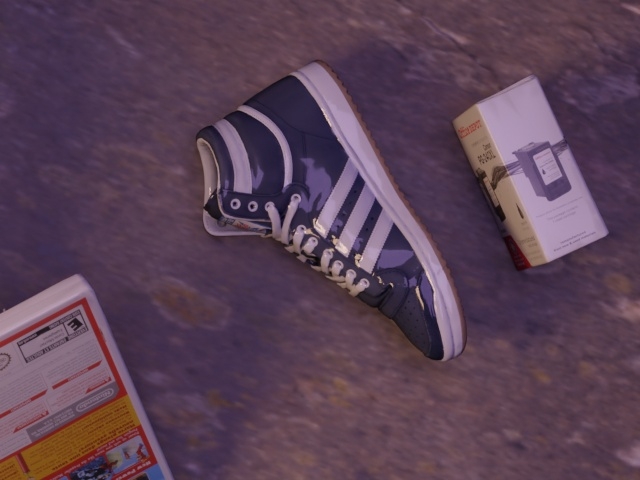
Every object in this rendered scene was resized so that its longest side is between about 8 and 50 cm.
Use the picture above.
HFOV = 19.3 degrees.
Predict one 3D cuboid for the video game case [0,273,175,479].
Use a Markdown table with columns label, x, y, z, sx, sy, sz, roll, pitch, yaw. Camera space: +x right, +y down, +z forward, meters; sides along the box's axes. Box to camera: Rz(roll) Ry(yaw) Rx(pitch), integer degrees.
| label | x | y | z | sx | sy | sz | roll | pitch | yaw |
| --- | --- | --- | --- | --- | --- | --- | --- | --- | --- |
| video game case | -0.230 | 0.175 | 1.468 | 0.204 | 0.025 | 0.285 | -28 | 133 | -13 |

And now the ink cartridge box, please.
| label | x | y | z | sx | sy | sz | roll | pitch | yaw |
| --- | --- | --- | --- | --- | --- | --- | --- | --- | --- |
| ink cartridge box | 0.178 | -0.057 | 1.625 | 0.063 | 0.109 | 0.150 | -24 | 89 | -9 |

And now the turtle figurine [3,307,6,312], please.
| label | x | y | z | sx | sy | sz | roll | pitch | yaw |
| --- | --- | --- | --- | --- | --- | --- | --- | --- | --- |
| turtle figurine | -0.299 | 0.099 | 1.513 | 0.175 | 0.118 | 0.234 | -15 | 103 | 4 |

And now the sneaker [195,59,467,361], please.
| label | x | y | z | sx | sy | sz | roll | pitch | yaw |
| --- | --- | --- | --- | --- | --- | --- | --- | --- | --- |
| sneaker | 0.000 | 0.000 | 1.588 | 0.153 | 0.099 | 0.282 | -27 | 82 | -17 |
